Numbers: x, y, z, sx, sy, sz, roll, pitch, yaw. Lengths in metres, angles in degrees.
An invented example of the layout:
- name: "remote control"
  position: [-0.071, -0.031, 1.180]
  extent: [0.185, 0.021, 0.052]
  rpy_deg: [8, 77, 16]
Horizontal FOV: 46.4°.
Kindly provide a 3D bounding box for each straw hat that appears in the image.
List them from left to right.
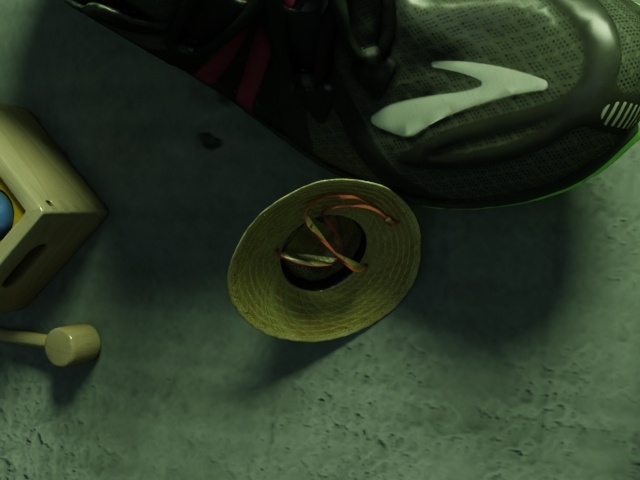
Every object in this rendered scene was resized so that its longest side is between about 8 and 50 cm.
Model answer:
- name: "straw hat"
  position: [0.000, 0.000, 0.528]
  extent: [0.144, 0.144, 0.061]
  rpy_deg: [-38, 38, 17]

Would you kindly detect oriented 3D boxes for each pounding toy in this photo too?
- name: "pounding toy"
  position: [-0.267, 0.021, 0.609]
  extent: [0.181, 0.094, 0.206]
  rpy_deg: [-44, 77, 15]

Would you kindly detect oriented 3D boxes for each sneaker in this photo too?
- name: "sneaker"
  position: [-0.035, -0.153, 0.463]
  extent: [0.482, 0.202, 0.185]
  rpy_deg: [24, 100, 17]
